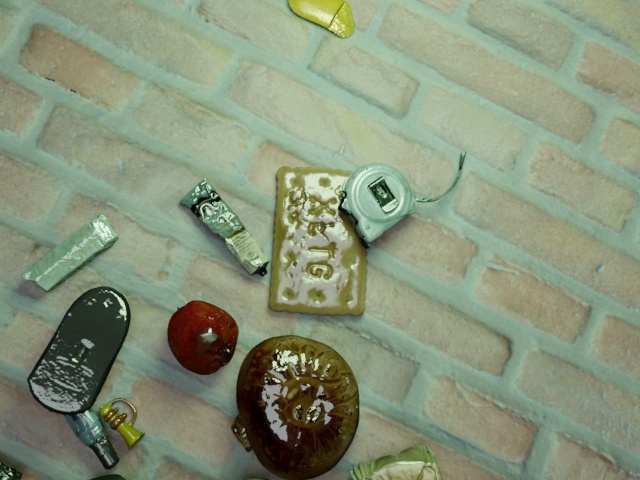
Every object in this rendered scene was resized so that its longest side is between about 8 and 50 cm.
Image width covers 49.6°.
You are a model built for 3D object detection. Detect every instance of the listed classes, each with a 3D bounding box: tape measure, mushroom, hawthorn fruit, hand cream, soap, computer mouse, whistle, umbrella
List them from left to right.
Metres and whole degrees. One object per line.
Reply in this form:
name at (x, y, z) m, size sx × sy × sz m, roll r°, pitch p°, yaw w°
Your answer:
umbrella at (-0.497, 0.362, 1.429) m, size 0.053 × 0.052 × 0.250 m, roll -30°, pitch 85°, yaw -37°
computer mouse at (-0.486, 0.225, 1.420) m, size 0.137 × 0.086 × 0.270 m, roll 27°, pitch 66°, yaw -9°
whistle at (-0.412, 0.375, 1.443) m, size 0.057 × 0.046 × 0.109 m, roll -44°, pitch 82°, yaw 8°
hawthorn fruit at (-0.251, 0.193, 1.434) m, size 0.172 × 0.148 × 0.148 m, roll 34°, pitch 82°, yaw 28°
hand cream at (-0.199, -0.018, 1.501) m, size 0.075 × 0.052 × 0.248 m, roll -38°, pitch 81°, yaw -29°
mushroom at (-0.053, 0.338, 1.408) m, size 0.278 × 0.163 × 0.297 m, roll -25°, pitch 87°, yaw -6°
soap at (0.009, -0.528, 1.570) m, size 0.168 × 0.033 × 0.089 m, roll 25°, pitch 85°, yaw -2°
tape measure at (0.189, -0.134, 1.491) m, size 0.330 × 0.084 × 0.164 m, roll -38°, pitch 99°, yaw -12°

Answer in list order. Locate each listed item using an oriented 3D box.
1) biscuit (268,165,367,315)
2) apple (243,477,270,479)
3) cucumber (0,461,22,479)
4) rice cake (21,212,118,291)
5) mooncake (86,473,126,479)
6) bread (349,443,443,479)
biscuit at (0.000, 0.000, 1.509) m, size 0.217 × 0.044 × 0.325 m, roll 4°, pitch 84°, yaw -2°
apple at (-0.098, 0.608, 1.333) m, size 0.291 × 0.292 × 0.254 m, roll 18°, pitch 88°, yaw -2°
cucumber at (-0.775, 0.415, 1.388) m, size 0.359 × 0.096 × 0.096 m, roll 33°, pitch 83°, yaw -1°
rice cake at (-0.521, 0.030, 1.461) m, size 0.206 × 0.063 × 0.069 m, roll -41°, pitch 94°, yaw -6°
mooncake at (-0.491, 0.587, 1.258) m, size 0.356 × 0.356 × 0.194 m, roll -23°, pitch 88°, yaw -6°
bread at (0.168, 0.544, 1.427) m, size 0.192 × 0.110 × 0.210 m, roll -17°, pitch 85°, yaw 1°
